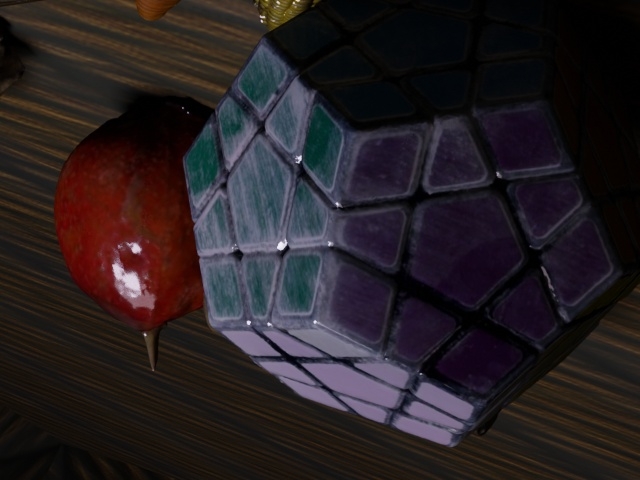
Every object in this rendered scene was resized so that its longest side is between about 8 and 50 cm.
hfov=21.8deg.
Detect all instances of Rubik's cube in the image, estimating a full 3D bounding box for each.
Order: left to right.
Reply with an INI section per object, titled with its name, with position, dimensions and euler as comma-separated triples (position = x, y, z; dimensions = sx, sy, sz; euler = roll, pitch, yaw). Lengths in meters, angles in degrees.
[Rubik's cube]
position = 0.068, -0.023, 1.103
dimensions = 0.319, 0.319, 0.264
euler = 17, 134, 24

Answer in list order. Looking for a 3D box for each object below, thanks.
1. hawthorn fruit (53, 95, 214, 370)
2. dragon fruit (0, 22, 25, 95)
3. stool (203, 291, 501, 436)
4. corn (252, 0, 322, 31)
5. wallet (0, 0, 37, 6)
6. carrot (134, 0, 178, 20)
[hawthorn fruit]
position = -0.151, -0.007, 1.549
dimensions = 0.189, 0.251, 0.189
euler = 5, -179, 0
[dragon fruit]
position = -0.379, -0.169, 1.568
dimensions = 0.211, 0.134, 0.262
euler = 6, 172, 20
[stool]
position = 0.053, 0.044, 1.467
dimensions = 0.264, 0.179, 0.179
euler = 20, 162, 15
[corn]
position = -0.013, -0.189, 1.070
dimensions = 0.072, 0.072, 0.203
euler = 24, 164, 3
[wallet]
position = -0.280, -0.233, 1.377
dimensions = 0.198, 0.031, 0.110
euler = 4, 152, 48
[carrot]
position = -0.101, -0.200, 1.178
dimensions = 0.069, 0.069, 0.336
euler = 29, 172, -10
